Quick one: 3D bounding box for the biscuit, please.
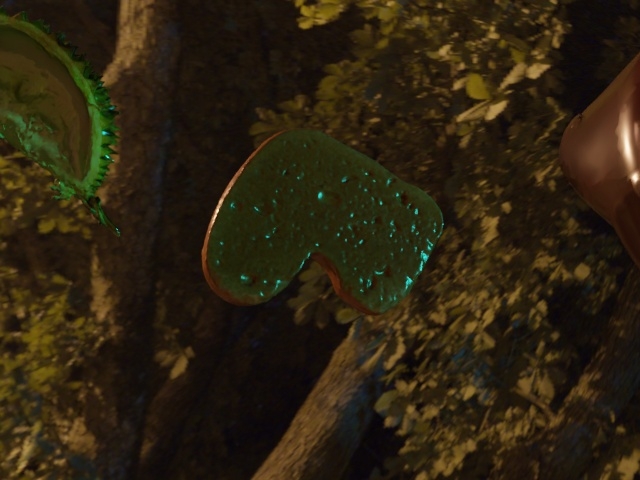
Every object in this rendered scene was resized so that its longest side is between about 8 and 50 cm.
[{"bbox_3d":[0.000,0.000,0.879,0.192,0.036,0.186,30,-115,-6],"label":"biscuit"}]

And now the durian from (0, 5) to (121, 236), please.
[{"bbox_3d":[-0.209,-0.102,0.744,0.215,0.086,0.100,42,-93,-5],"label":"durian"}]

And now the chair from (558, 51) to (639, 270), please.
[{"bbox_3d":[0.232,-0.070,0.260,0.226,0.226,0.401,42,-27,11],"label":"chair"}]
